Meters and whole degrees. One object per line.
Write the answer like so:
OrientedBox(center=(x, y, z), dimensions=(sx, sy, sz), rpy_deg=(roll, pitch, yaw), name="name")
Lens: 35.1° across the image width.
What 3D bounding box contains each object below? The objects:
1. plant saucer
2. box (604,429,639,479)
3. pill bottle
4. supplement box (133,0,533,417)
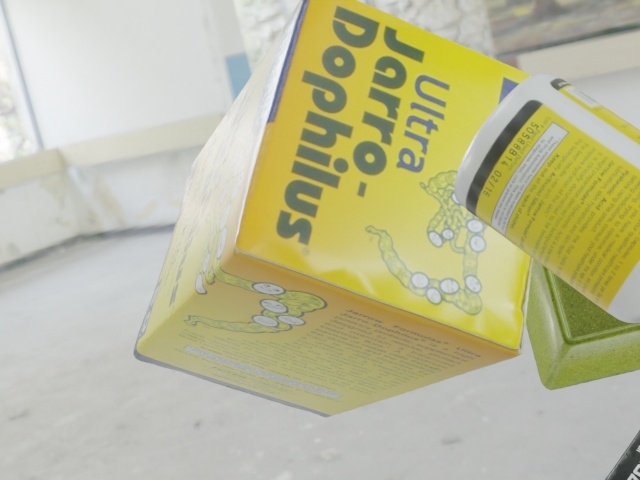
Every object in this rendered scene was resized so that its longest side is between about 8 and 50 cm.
OrientedBox(center=(0.268, 0.021, 0.909), dimensions=(0.188, 0.188, 0.045), rpy_deg=(-15, -18, 11), name="plant saucer")
OrientedBox(center=(0.252, 0.111, 0.513), dimensions=(0.147, 0.077, 0.180), rpy_deg=(29, 67, 31), name="box")
OrientedBox(center=(0.115, -0.009, 0.392), dimensions=(0.116, 0.065, 0.065), rpy_deg=(38, 36, 20), name="pill bottle")
OrientedBox(center=(0.000, 0.000, 0.783), dimensions=(0.195, 0.194, 0.356), rpy_deg=(20, -22, -14), name="supplement box")
